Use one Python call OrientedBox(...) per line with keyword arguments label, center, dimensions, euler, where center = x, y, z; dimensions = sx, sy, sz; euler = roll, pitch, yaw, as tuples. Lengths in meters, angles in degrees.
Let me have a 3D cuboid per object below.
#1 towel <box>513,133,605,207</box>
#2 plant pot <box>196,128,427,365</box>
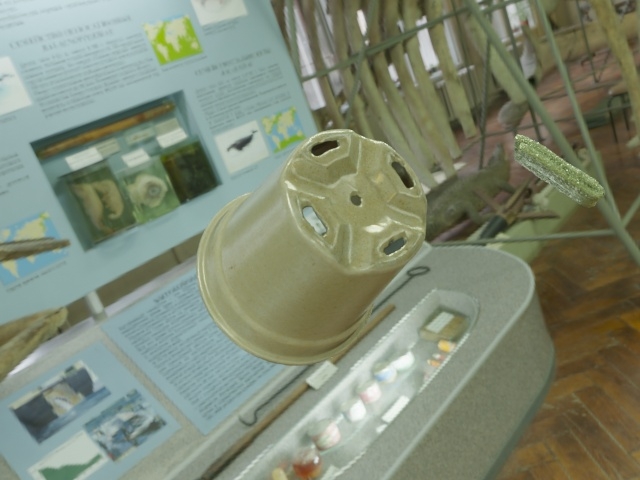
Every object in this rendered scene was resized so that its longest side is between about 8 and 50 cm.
OrientedBox(label="towel", center=(0.349, -0.102, 0.887), dimensions=(0.027, 0.148, 0.110), euler=(-53, -16, 7))
OrientedBox(label="plant pot", center=(0.000, 0.000, 0.942), dimensions=(0.333, 0.334, 0.305), euler=(-31, -8, -31))
